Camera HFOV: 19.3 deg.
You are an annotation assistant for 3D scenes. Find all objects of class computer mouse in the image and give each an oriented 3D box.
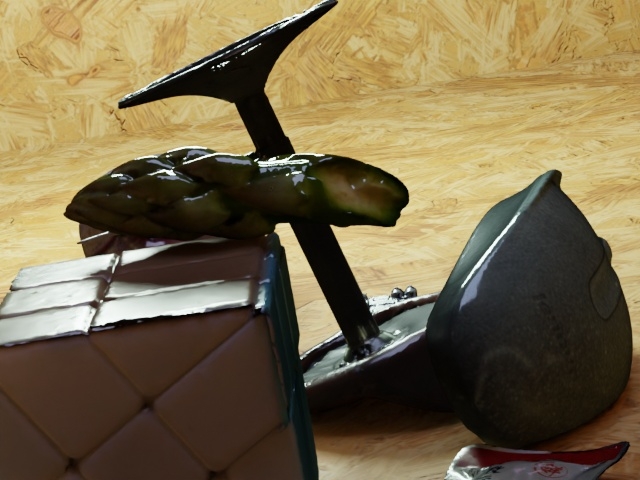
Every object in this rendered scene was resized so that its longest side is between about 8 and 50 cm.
[{"bbox_3d":[0.210,0.056,1.680,0.114,0.203,0.374,-23,12,28],"label":"computer mouse"}]

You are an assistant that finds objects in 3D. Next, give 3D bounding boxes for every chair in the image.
[{"bbox_3d":[0.000,0.000,1.748,0.227,0.401,0.226,-27,7,4],"label":"chair"}]

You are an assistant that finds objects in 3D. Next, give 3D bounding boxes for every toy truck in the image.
[{"bbox_3d":[0.073,0.078,1.983,0.083,0.044,0.039,-7,34,8],"label":"toy truck"}]

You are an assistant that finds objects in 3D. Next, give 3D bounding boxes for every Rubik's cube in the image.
[{"bbox_3d":[-0.123,0.138,1.446,0.221,0.231,0.224,-9,15,3],"label":"Rubik's cube"}]

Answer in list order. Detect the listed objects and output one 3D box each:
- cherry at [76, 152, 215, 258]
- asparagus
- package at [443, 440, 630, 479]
[{"bbox_3d":[-0.172,-0.010,2.205,0.213,0.183,0.266,4,-2,8],"label":"cherry"},{"bbox_3d":[-0.077,-0.037,1.482,0.287,0.080,0.080,-4,14,22],"label":"asparagus"},{"bbox_3d":[0.124,0.205,1.431,0.154,0.030,0.239,-2,15,34],"label":"package"}]
